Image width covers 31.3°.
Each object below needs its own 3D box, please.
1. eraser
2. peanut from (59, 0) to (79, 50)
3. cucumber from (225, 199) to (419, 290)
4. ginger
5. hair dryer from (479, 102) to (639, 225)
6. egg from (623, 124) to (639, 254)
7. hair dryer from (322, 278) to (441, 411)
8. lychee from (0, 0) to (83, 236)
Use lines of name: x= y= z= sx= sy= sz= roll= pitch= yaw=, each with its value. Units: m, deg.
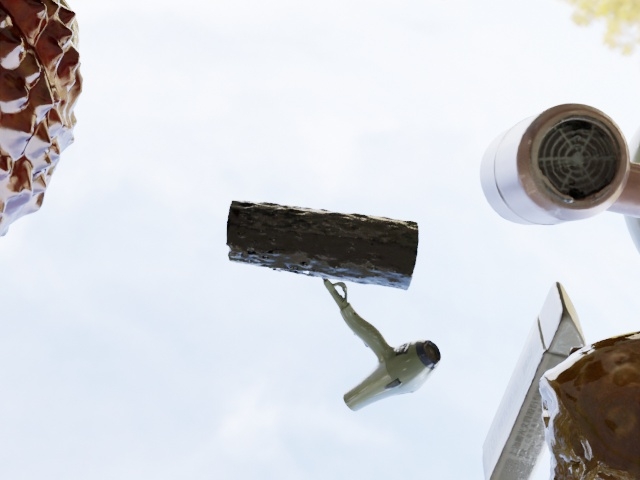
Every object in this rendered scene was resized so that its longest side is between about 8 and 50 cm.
eraser: x=0.277 y=0.216 z=1.496 sx=0.061 sy=0.352 sz=0.089 roll=12 pitch=-149 yaw=-6
peanut: x=-0.447 y=-0.251 z=1.703 sx=0.152 sy=0.152 sz=0.313 roll=21 pitch=-123 yaw=-22
cucumber: x=0.000 y=0.001 z=1.251 sx=0.211 sy=0.078 sz=0.062 roll=9 pitch=174 yaw=0
ginger: x=0.356 y=0.189 z=0.838 sx=0.418 sy=0.254 sz=0.176 roll=34 pitch=-120 yaw=-18
hair dryer: x=0.333 y=-0.045 z=1.072 sx=0.344 sy=0.107 sz=0.189 roll=11 pitch=178 yaw=-3
egg: x=0.476 y=-0.049 z=1.377 sx=0.269 sy=0.219 sz=0.219 roll=66 pitch=-153 yaw=-18
hair dryer: x=0.047 y=0.153 z=1.552 sx=0.199 sy=0.167 sz=0.067 roll=35 pitch=-144 yaw=-1
lychee: x=-0.460 y=-0.156 z=1.145 sx=0.424 sy=0.500 sz=0.425 roll=22 pitch=-129 yaw=-31
